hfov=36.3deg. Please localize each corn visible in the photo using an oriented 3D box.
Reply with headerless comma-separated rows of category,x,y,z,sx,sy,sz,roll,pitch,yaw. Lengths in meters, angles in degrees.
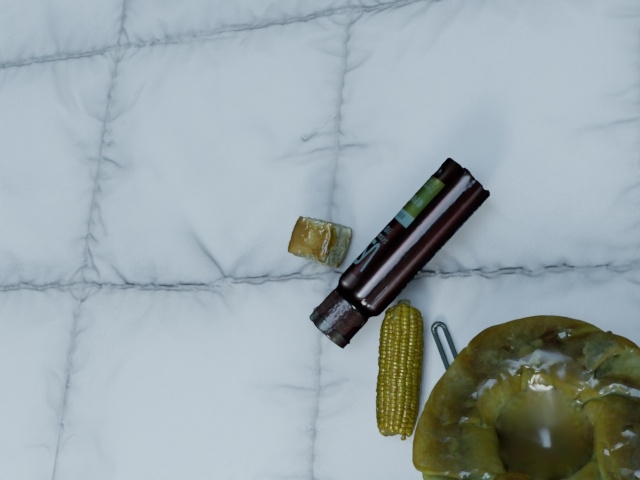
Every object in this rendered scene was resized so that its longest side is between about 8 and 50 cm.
corn,0.117,0.189,1.439,0.068,0.068,0.207,-2,75,25

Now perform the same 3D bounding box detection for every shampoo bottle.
shampoo bottle,0.115,0.020,1.473,0.323,0.084,0.129,-47,16,5

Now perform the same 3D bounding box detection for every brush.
brush,0.213,0.235,1.406,0.062,0.027,0.266,-26,60,15

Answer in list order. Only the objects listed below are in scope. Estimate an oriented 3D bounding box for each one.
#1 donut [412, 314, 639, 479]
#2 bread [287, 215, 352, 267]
donut,0.294,0.277,1.251,0.360,0.170,0.360,-11,56,17
bread,0.001,0.002,1.556,0.083,0.076,0.070,18,93,29
